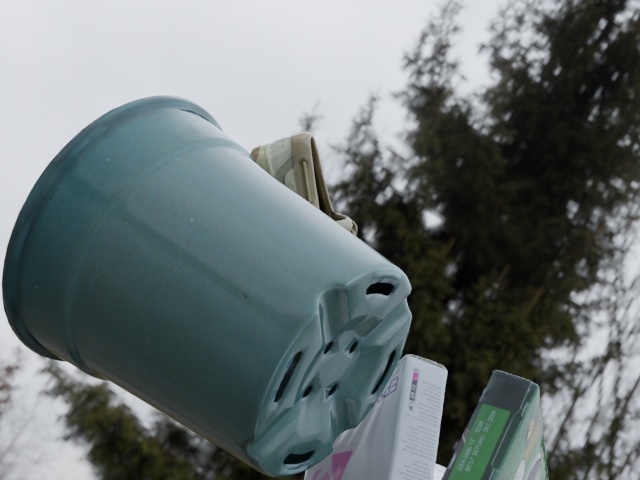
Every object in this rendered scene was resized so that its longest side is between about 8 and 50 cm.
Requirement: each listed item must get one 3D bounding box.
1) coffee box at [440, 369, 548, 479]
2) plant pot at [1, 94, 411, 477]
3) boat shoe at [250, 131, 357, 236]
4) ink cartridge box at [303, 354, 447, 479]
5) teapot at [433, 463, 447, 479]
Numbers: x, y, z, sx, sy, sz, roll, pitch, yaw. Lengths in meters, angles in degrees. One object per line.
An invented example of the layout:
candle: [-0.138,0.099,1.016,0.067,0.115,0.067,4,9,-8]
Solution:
coffee box: [0.138,0.197,0.937,0.040,0.113,0.184,17,-31,25]
plant pot: [-0.104,0.062,1.298,0.334,0.341,0.341,30,-22,29]
boat shoe: [0.000,0.000,1.642,0.098,0.109,0.302,-18,-78,14]
ink cartridge box: [0.043,0.353,1.522,0.071,0.330,0.324,23,-36,-13]
teapot: [0.159,0.427,1.827,0.252,0.187,0.256,-16,-64,43]
